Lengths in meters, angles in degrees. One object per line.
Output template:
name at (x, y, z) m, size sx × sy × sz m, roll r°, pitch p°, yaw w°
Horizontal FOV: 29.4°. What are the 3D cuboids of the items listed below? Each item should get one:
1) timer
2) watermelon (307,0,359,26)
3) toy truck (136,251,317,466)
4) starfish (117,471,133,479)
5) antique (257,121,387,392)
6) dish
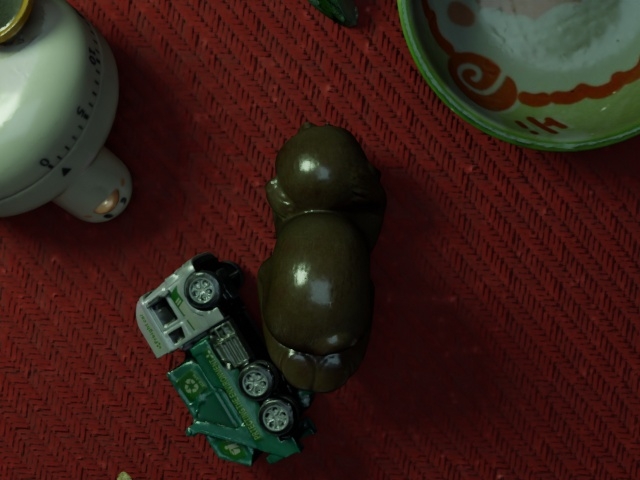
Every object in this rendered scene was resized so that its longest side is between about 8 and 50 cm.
timer at (-0.300, -0.128, 1.197) m, size 0.233 × 0.240 × 0.233 m, roll -9°, pitch 65°, yaw 20°
watermelon at (-0.001, -0.290, 1.232) m, size 0.080 × 0.101 × 0.155 m, roll -11°, pitch 99°, yaw -10°
toy truck at (-0.098, 0.127, 1.217) m, size 0.116 × 0.110 × 0.216 m, roll -32°, pitch 90°, yaw 12°
starfish at (-0.192, 0.434, 1.226) m, size 0.293 × 0.084 × 0.301 m, roll -46°, pitch 107°, yaw -6°
antique at (0.000, 0.000, 1.167) m, size 0.121 × 0.143 × 0.256 m, roll 6°, pitch 58°, yaw 2°
dish at (0.230, -0.251, 1.196) m, size 0.324 × 0.124 × 0.324 m, roll 0°, pitch 97°, yaw -2°
